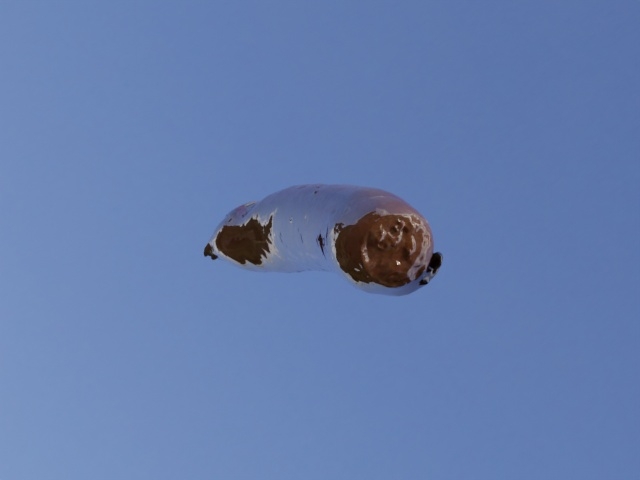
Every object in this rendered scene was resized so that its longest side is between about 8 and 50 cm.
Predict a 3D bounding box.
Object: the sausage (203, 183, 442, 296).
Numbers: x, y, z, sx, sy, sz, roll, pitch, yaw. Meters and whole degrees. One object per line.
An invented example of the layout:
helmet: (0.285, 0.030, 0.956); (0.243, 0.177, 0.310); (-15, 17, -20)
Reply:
sausage: (-0.001, -0.001, 0.629); (0.040, 0.047, 0.177); (41, -12, -18)
